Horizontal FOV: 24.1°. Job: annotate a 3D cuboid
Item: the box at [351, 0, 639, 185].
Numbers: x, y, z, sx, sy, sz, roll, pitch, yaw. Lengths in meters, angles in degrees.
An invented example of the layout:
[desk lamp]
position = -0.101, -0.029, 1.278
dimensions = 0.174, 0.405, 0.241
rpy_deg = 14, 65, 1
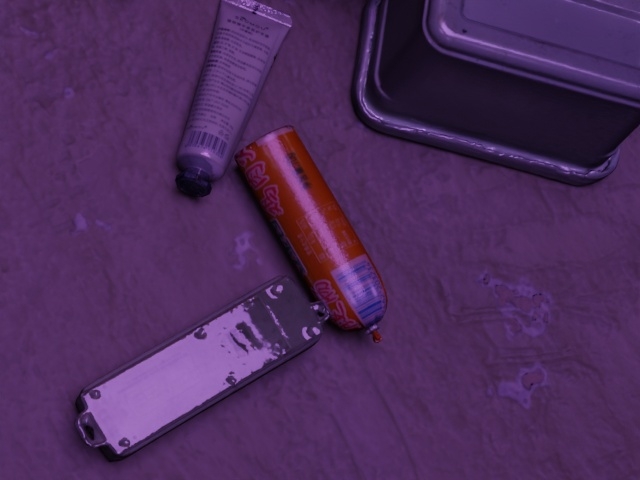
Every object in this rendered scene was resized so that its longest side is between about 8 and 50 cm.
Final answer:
[box]
position = 0.211, -0.193, 1.569
dimensions = 0.311, 0.182, 0.175
rpy_deg = 14, 69, -13

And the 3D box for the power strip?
[power strip]
position = -0.116, 0.122, 1.436
dimensions = 0.272, 0.052, 0.078
rpy_deg = -30, 84, -23

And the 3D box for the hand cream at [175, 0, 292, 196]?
[hand cream]
position = -0.097, -0.152, 1.537
dimensions = 0.080, 0.050, 0.234
rpy_deg = 21, 63, -6

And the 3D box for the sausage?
[sausage]
position = 0.000, 0.000, 1.501
dimensions = 0.071, 0.071, 0.234
rpy_deg = -27, 82, -23
